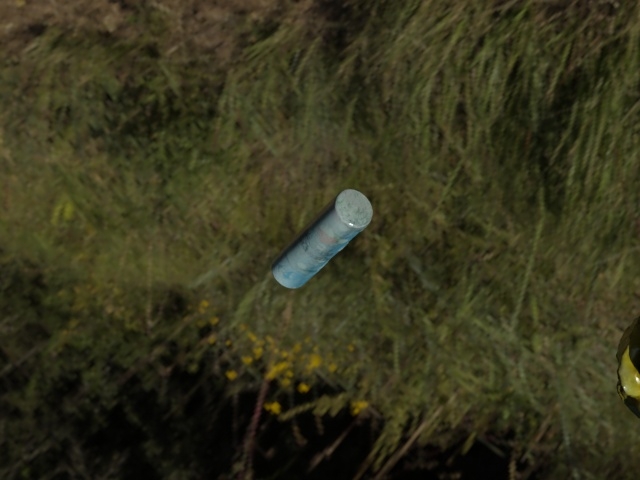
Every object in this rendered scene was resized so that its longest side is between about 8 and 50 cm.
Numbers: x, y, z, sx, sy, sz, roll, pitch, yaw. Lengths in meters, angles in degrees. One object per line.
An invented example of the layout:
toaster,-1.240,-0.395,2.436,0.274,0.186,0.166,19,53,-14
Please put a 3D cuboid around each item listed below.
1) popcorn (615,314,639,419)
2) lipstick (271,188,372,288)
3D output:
popcorn,0.362,0.150,1.063,0.168,0.174,0.195,90,164,-76
lipstick,0.000,0.000,1.265,0.048,0.048,0.158,46,140,0
